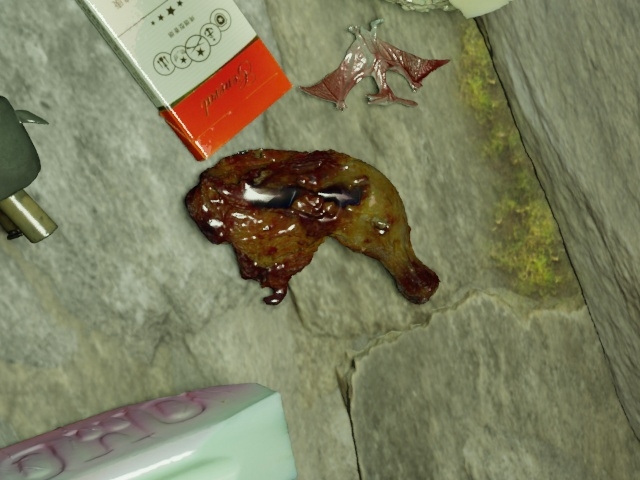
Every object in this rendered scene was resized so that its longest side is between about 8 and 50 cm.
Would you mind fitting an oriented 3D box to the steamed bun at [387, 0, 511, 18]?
[{"bbox_3d":[0.120,-0.318,1.075,0.225,0.200,0.170,-6,72,-14],"label":"steamed bun"}]

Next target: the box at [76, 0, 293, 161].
[{"bbox_3d":[-0.149,-0.220,1.029,0.139,0.035,0.245,-44,110,-18],"label":"box"}]

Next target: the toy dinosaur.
[{"bbox_3d":[0.067,-0.201,1.139,0.220,0.032,0.108,-17,98,-27],"label":"toy dinosaur"}]

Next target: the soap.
[{"bbox_3d":[-0.192,0.235,0.945,0.323,0.193,0.109,-16,100,-25],"label":"soap"}]

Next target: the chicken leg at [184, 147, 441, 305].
[{"bbox_3d":[0.004,-0.012,1.100,0.322,0.083,0.177,1,101,-25],"label":"chicken leg"}]

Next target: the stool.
[{"bbox_3d":[-0.349,-0.040,0.893,0.228,0.153,0.139,-18,109,19],"label":"stool"}]
